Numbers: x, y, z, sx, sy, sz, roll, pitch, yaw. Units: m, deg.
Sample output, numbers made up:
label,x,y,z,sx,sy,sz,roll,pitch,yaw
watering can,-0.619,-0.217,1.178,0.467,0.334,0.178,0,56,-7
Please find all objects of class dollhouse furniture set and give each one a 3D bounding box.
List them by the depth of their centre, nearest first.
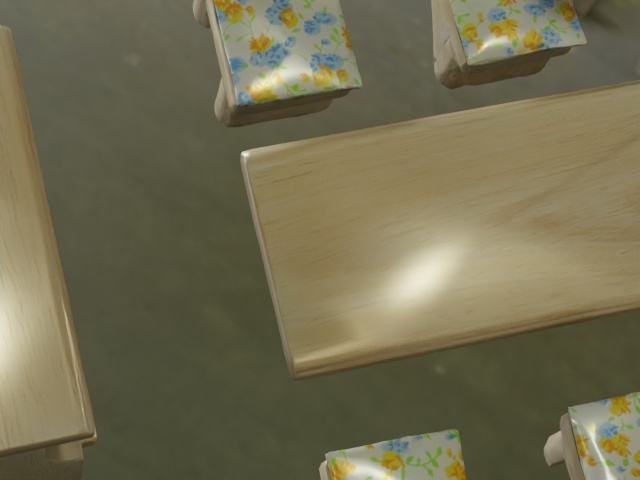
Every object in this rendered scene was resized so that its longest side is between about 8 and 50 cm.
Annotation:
label,x,y,z,sx,sy,sz,roll,pitch,yaw
dollhouse furniture set,0.000,0.000,0.804,0.394,0.256,0.362,-11,77,-12
